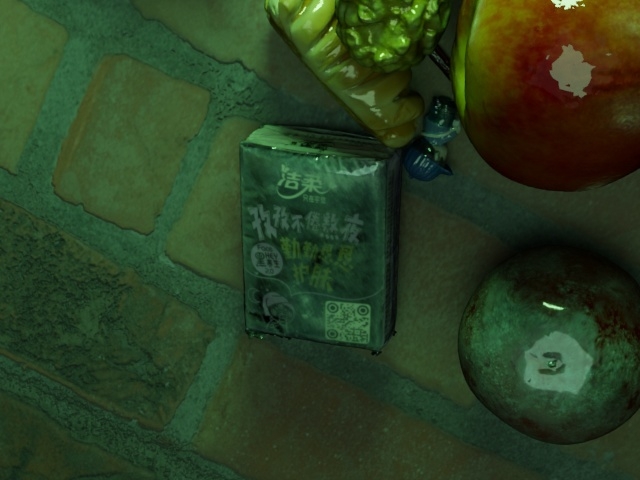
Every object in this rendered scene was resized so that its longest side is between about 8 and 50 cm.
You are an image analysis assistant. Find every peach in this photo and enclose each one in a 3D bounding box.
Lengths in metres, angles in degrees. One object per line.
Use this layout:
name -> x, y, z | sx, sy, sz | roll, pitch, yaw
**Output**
peach -> 0.370, -0.253, 1.602 | 0.388, 0.388, 0.388 | 4, 116, 9

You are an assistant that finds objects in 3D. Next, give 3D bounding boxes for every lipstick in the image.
lipstick -> 0.154, -0.316, 1.794 | 0.027, 0.027, 0.176 | -37, 106, 24

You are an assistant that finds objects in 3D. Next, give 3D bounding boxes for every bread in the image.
bread -> 0.045, -0.276, 1.758 | 0.121, 0.173, 0.311 | -43, 109, 1

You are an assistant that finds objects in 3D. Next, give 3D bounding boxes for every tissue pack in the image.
tissue pack -> 0.000, 0.000, 1.915 | 0.259, 0.122, 0.361 | 7, 116, 16

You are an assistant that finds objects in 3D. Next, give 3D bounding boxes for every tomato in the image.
tomato -> 0.375, 0.164, 1.852 | 0.316, 0.282, 0.317 | 2, 96, 17

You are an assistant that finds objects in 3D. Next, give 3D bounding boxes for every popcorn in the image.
popcorn -> 0.100, -0.342, 1.616 | 0.169, 0.189, 0.218 | 9, 129, 6

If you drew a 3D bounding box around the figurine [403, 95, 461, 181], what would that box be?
figurine -> 0.177, -0.157, 1.841 | 0.077, 0.079, 0.136 | 37, 132, 39
